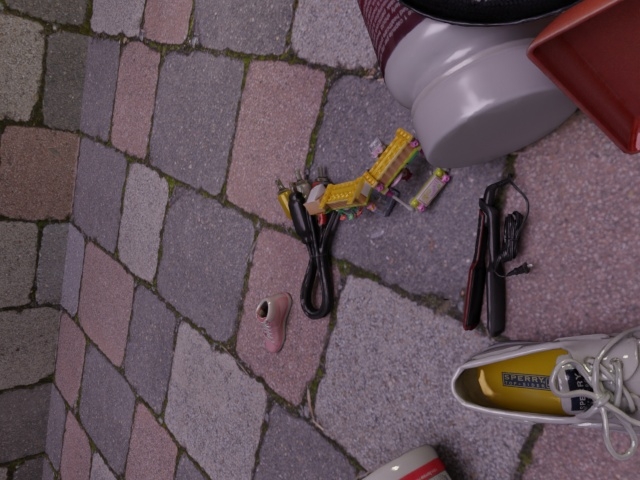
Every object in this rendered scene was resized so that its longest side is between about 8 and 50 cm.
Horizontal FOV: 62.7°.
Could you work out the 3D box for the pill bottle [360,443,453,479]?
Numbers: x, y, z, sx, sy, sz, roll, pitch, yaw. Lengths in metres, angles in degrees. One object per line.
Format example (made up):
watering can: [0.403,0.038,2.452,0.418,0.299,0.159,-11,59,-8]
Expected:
pill bottle: [0.167,0.469,0.725,0.176,0.176,0.318,-52,57,33]

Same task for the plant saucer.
plant saucer: [0.363,-0.188,0.471,0.258,0.259,0.047,-21,59,44]

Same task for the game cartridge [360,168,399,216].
game cartridge: [0.095,-0.079,0.901,0.083,0.017,0.056,45,117,35]

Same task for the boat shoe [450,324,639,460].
boat shoe: [0.307,0.160,0.590,0.367,0.156,0.135,-11,84,45]

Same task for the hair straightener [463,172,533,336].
hair straightener: [0.256,0.022,0.728,0.089,0.047,0.230,11,94,44]

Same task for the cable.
cable: [0.000,0.000,0.991,0.139,0.072,0.287,-13,94,28]

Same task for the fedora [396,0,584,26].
fedora: [0.161,-0.371,0.481,0.334,0.152,0.334,-4,80,23]

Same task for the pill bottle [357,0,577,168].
pill bottle: [0.166,-0.309,0.677,0.224,0.224,0.392,-29,70,42]

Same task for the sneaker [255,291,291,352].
sneaker: [-0.106,0.171,1.070,0.051,0.070,0.134,27,111,40]

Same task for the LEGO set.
LEGO set: [0.099,-0.087,0.840,0.287,0.107,0.132,-40,33,32]
